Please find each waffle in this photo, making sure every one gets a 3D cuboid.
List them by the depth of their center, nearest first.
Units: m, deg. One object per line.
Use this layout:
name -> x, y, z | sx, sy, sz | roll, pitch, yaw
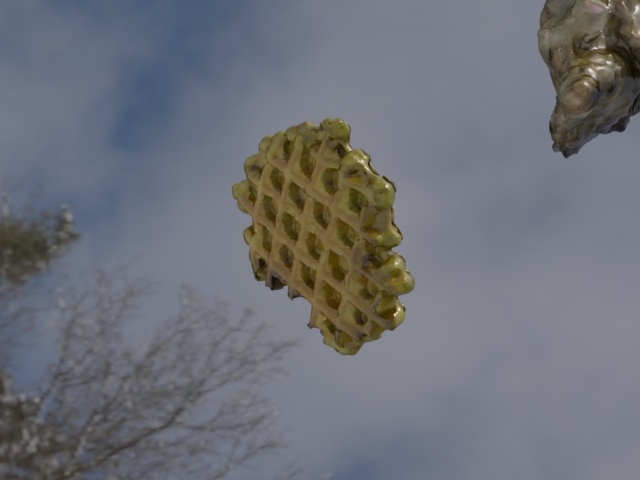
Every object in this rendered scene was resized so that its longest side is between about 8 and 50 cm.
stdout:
waffle -> -0.002, 0.000, 1.533 | 0.291, 0.051, 0.291 | 22, -61, 46

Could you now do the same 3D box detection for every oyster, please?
oyster -> 0.242, -0.191, 1.139 | 0.096, 0.361, 0.221 | -2, -77, 19
